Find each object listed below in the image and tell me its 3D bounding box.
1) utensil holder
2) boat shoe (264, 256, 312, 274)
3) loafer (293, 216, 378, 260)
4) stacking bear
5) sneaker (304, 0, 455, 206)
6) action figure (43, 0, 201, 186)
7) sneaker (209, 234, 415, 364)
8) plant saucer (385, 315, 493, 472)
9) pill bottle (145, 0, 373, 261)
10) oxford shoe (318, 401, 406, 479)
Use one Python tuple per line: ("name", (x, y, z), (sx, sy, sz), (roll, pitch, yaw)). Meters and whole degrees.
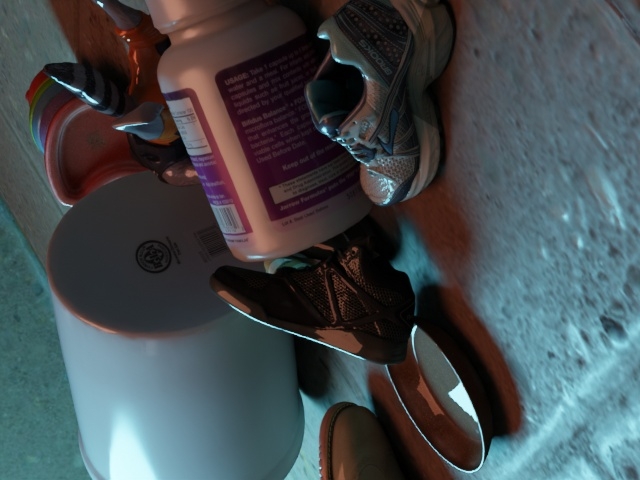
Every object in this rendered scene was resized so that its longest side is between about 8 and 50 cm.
("utensil holder", (-0.194, 0.141, 2.060), (0.327, 0.328, 0.385), (47, 154, 37))
("boat shoe", (-0.006, 0.059, 1.783), (0.072, 0.068, 0.190), (39, 176, 34))
("loafer", (0.000, 0.000, 1.747), (0.220, 0.078, 0.080), (34, 146, 54))
("stacking bear", (-0.380, -0.193, 2.366), (0.289, 0.175, 0.164), (44, 157, 59))
("sneaker", (0.039, -0.128, 1.416), (0.110, 0.122, 0.283), (51, 157, 32))
("action figure", (-0.207, -0.192, 1.817), (0.341, 0.179, 0.330), (64, 180, 23))
("sneaker", (-0.003, 0.040, 1.633), (0.228, 0.087, 0.130), (17, 99, 16))
("plant saucer", (0.135, 0.162, 1.681), (0.198, 0.036, 0.198), (52, 157, 31))
("pill bottle", (-0.071, -0.143, 1.609), (0.169, 0.169, 0.301), (9, 124, 67))
("oxford shoe", (0.120, 0.382, 1.929), (0.147, 0.140, 0.397), (-22, 91, 40))
